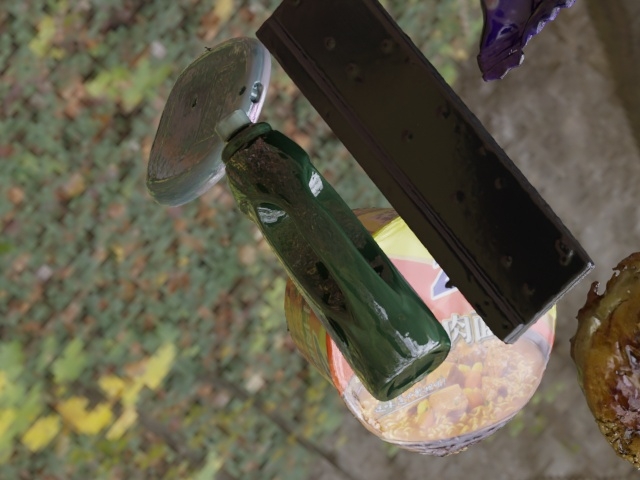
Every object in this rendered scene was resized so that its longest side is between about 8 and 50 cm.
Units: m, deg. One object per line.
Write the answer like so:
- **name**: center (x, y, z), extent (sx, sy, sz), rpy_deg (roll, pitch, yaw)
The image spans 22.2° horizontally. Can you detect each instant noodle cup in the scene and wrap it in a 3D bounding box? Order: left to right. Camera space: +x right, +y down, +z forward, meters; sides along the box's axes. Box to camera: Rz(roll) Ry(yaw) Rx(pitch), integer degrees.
- **instant noodle cup**: center (0.071, 0.062, 1.404), extent (0.213, 0.213, 0.174), rpy_deg (-50, -159, -9)

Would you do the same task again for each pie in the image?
- **pie**: center (0.405, 0.136, 1.704), extent (0.308, 0.308, 0.085), rpy_deg (-47, -177, 37)

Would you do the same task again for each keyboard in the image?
- **keyboard**: center (0.068, -0.069, 1.178), extent (0.101, 0.309, 0.018), rpy_deg (-47, 161, 27)

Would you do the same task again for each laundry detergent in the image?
- **laundry detergent**: center (0.000, 0.000, 1.036), extent (0.063, 0.211, 0.137), rpy_deg (-35, 169, -1)

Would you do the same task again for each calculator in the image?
- **calculator**: center (-0.132, -0.129, 1.791), extent (0.299, 0.041, 0.185), rpy_deg (-15, -124, 62)

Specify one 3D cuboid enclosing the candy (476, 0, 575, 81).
- **candy**: center (0.149, -0.255, 1.170), extent (0.145, 0.070, 0.275), rpy_deg (-28, -126, 30)
